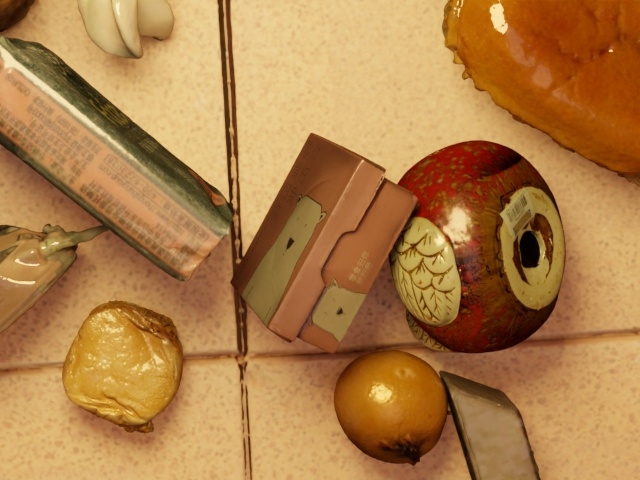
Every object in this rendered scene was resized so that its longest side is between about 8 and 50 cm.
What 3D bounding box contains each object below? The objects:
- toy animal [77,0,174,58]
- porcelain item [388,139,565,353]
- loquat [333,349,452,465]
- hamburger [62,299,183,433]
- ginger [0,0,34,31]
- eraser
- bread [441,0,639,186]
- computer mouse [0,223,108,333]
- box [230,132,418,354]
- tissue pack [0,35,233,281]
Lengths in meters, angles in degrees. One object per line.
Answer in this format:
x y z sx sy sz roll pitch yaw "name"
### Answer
-0.168 -0.373 1.383 0.310 0.183 0.247 -34 98 1 "toy animal"
0.158 0.007 1.462 0.253 0.253 0.253 0 97 -4 "porcelain item"
0.085 0.198 1.495 0.141 0.141 0.141 0 97 -4 "loquat"
-0.232 0.150 1.492 0.138 0.083 0.147 22 93 -3 "hamburger"
-0.444 -0.358 1.355 0.375 0.256 0.176 36 84 6 "ginger"
0.233 0.322 1.530 0.077 0.111 0.352 -18 98 -2 "eraser"
0.324 -0.205 1.440 0.388 0.183 0.236 21 92 -6 "bread"
-0.409 0.073 1.429 0.389 0.199 0.115 -21 118 -1 "computer mouse"
0.000 0.000 1.428 0.086 0.215 0.215 28 93 -20 "box"
-0.242 -0.092 1.389 0.316 0.228 0.103 40 93 -7 "tissue pack"
